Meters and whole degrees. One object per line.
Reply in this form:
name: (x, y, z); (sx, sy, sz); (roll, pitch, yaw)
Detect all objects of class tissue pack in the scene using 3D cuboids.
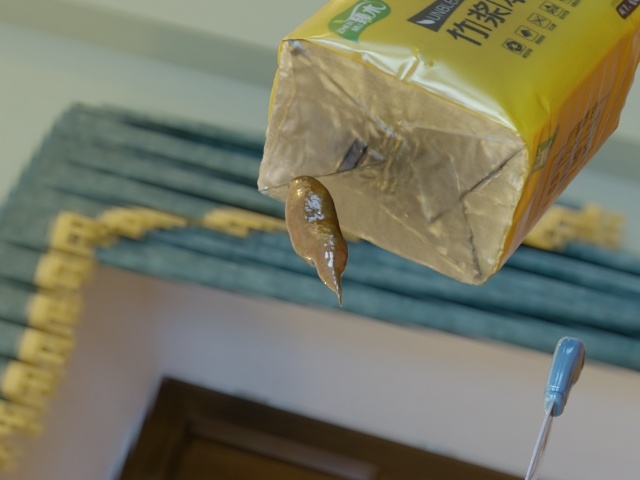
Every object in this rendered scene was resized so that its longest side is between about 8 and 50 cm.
tissue pack: (0.148, -0.163, 2.134); (0.382, 0.293, 0.228); (-46, -25, -48)

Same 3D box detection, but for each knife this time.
knife: (0.234, 0.191, 2.031); (0.244, 0.032, 0.058); (-66, -16, -45)

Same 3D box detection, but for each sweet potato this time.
sweet potato: (0.000, 0.000, 1.918); (0.195, 0.056, 0.056); (-113, 25, -51)
